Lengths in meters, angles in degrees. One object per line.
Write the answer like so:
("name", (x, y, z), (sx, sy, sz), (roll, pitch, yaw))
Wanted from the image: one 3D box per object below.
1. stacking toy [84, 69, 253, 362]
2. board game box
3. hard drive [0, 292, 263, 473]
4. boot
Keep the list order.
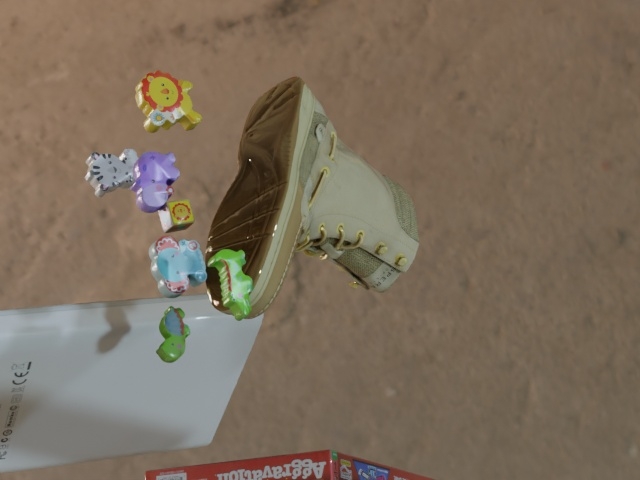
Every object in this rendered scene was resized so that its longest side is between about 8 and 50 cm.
("stacking toy", (-0.136, -0.013, 1.149), (0.052, 0.167, 0.221), (-11, 76, -30))
("board game box", (-0.001, 0.196, 1.018), (0.145, 0.281, 0.027), (-10, 72, 23))
("hard drive", (-0.254, 0.151, 1.358), (0.353, 0.233, 0.047), (-3, 47, -28))
("boot", (0.000, 0.000, 1.235), (0.095, 0.203, 0.262), (-23, 40, 33))
